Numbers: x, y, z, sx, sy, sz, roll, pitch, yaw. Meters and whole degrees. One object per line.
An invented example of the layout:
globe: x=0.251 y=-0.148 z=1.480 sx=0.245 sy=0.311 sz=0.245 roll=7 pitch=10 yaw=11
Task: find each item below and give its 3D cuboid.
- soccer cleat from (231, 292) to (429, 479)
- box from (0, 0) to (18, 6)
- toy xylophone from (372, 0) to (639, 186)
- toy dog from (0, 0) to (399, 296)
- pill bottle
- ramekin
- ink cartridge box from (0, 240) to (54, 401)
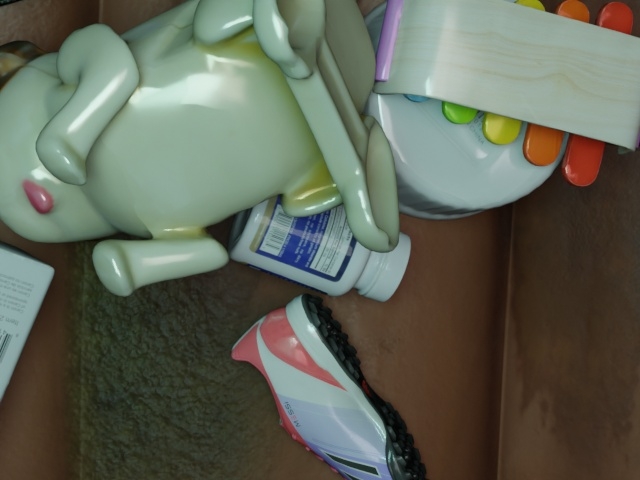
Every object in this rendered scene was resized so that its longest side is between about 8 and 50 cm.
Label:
soccer cleat: x=0.022 y=0.214 z=1.342 sx=0.116 sy=0.108 sz=0.318 roll=-29 pitch=102 yaw=13
box: x=-0.394 y=-0.357 z=1.234 sx=0.322 sy=0.058 sz=0.232 roll=-19 pitch=96 yaw=-10
toy xylophone: x=0.226 y=-0.205 z=1.228 sx=0.323 sy=0.081 sz=0.236 roll=21 pitch=88 yaw=-13
toy dog: x=-0.162 y=-0.132 z=1.149 sx=0.408 sy=0.395 sz=0.284 roll=-16 pitch=132 yaw=16
pill bottle: x=0.000 y=0.000 z=1.310 sx=0.187 sy=0.112 sz=0.112 roll=21 pitch=88 yaw=-13
ramekin: x=0.157 y=-0.159 z=1.327 sx=0.277 sy=0.135 sz=0.277 roll=-1 pitch=93 yaw=-12
ink cartridge box: x=-0.441 y=0.121 z=1.177 sx=0.226 sy=0.131 sz=0.306 roll=25 pitch=88 yaw=-34
